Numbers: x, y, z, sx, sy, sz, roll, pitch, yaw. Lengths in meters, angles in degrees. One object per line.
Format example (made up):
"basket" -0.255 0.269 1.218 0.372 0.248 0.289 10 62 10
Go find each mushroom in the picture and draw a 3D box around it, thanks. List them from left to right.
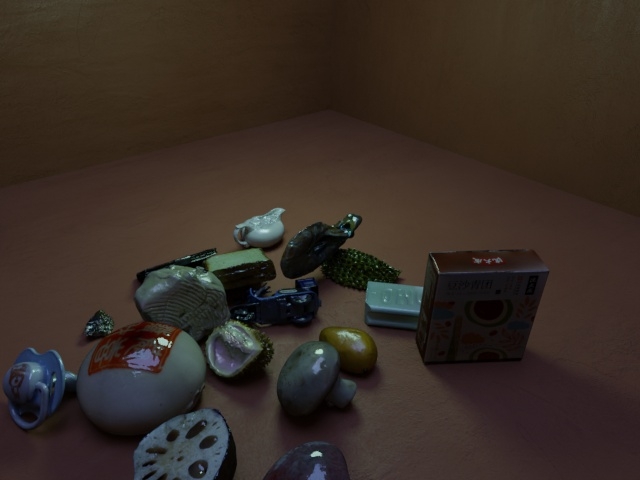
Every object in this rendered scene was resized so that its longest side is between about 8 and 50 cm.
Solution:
"mushroom" -0.005 0.429 1.504 0.244 0.243 0.243 1 31 0

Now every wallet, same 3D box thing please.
"wallet" -0.602 0.098 2.105 0.317 0.044 0.169 -20 5 -34

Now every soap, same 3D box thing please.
"soap" 0.313 0.247 1.884 0.290 0.095 0.172 6 32 8

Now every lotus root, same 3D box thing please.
"lotus root" -0.325 0.573 1.251 0.272 0.191 0.272 -5 38 4

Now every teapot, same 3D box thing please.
"teapot" -0.278 -0.050 2.325 0.204 0.139 0.298 25 38 30

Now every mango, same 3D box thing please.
"mango" 0.092 0.357 1.688 0.227 0.109 0.147 27 64 36

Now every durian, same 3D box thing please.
"durian" -0.265 0.365 1.652 0.250 0.183 0.138 17 -2 30
"durian" 0.147 0.120 2.117 0.356 0.157 0.169 18 -1 26

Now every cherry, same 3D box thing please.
"cherry" -0.014 0.600 1.184 0.286 0.212 0.236 -10 23 1

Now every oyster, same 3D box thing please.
"oyster" -0.808 0.296 1.824 0.103 0.051 0.148 -5 21 -23

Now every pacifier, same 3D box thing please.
"pacifier" -0.818 0.439 1.511 0.279 0.227 0.207 -3 -8 32

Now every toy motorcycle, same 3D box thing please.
"toy motorcycle" -0.172 0.235 1.882 0.359 0.125 0.212 -6 23 -16

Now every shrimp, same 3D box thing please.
"shrimp" 0.000 0.000 2.025 0.110 0.221 0.446 28 44 32

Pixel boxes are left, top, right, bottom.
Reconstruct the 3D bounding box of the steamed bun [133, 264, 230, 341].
"steamed bun" -0.485 0.204 1.757 0.275 0.320 0.206 -49 36 -5

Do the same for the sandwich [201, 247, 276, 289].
"sandwich" -0.337 0.114 2.014 0.272 0.099 0.301 -14 13 -14

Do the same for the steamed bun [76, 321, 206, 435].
"steamed bun" -0.539 0.386 1.506 0.375 0.241 0.374 -2 31 1

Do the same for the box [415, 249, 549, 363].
"box" 0.514 0.224 1.645 0.345 0.385 0.122 -2 33 -4
